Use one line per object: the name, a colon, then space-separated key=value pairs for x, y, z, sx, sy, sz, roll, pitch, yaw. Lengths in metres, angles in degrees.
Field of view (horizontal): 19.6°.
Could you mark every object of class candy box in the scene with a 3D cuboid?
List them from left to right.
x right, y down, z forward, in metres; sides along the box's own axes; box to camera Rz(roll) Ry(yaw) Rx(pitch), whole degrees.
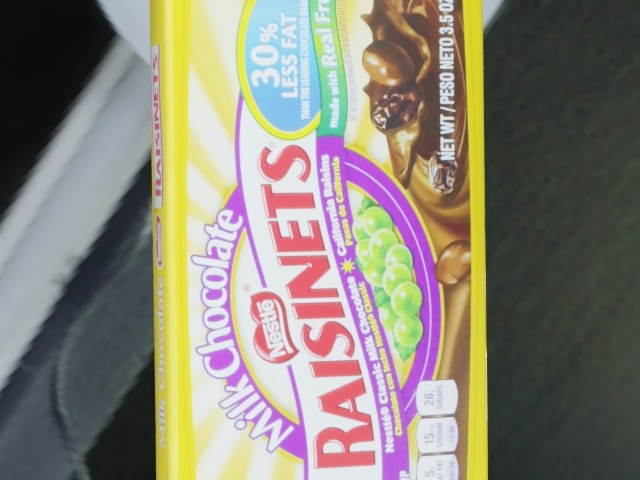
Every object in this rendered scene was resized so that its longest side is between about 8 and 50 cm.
candy box: x=0.000 y=0.000 z=0.580 sx=0.105 sy=0.027 sz=0.206 roll=-2 pitch=-88 yaw=-14
